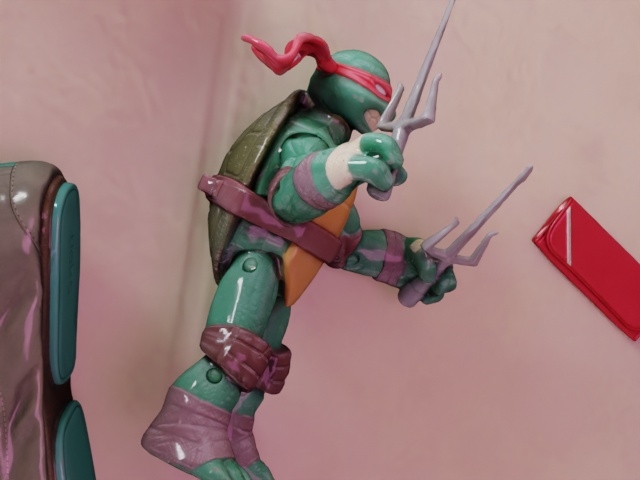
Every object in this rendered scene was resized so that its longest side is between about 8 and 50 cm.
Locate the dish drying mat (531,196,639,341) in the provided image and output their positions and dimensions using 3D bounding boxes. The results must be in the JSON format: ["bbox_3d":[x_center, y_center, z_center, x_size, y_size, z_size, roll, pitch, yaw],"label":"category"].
[{"bbox_3d":[0.145,0.015,0.997,0.083,0.008,0.032,42,81,-22],"label":"dish drying mat"}]

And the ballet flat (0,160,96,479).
[{"bbox_3d":[-0.137,0.070,0.869,0.068,0.072,0.213,-2,99,6],"label":"ballet flat"}]

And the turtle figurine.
[{"bbox_3d":[0.000,0.000,0.882,0.234,0.118,0.175,-63,154,-1],"label":"turtle figurine"}]
